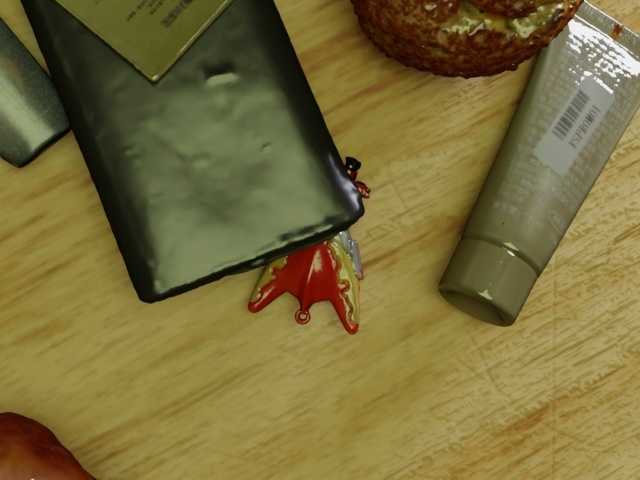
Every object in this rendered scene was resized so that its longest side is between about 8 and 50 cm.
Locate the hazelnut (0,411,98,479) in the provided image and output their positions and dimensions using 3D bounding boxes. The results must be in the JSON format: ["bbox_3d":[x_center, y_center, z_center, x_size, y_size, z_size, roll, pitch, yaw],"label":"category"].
[{"bbox_3d":[-0.284,0.283,1.048,0.261,0.241,0.261,1,84,-5],"label":"hazelnut"}]

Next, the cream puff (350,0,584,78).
[{"bbox_3d":[0.137,-0.259,1.137,0.240,0.164,0.240,-1,109,-4],"label":"cream puff"}]

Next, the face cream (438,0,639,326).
[{"bbox_3d":[0.228,-0.079,1.221,0.137,0.084,0.341,31,76,-9],"label":"face cream"}]

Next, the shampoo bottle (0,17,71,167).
[{"bbox_3d":[-0.329,-0.178,1.142,0.087,0.049,0.233,-40,95,-10],"label":"shampoo bottle"}]

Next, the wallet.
[{"bbox_3d":[-0.134,-0.164,1.143,0.228,0.062,0.406,-21,84,-8],"label":"wallet"}]

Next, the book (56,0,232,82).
[{"bbox_3d":[-0.169,-0.264,1.117,0.192,0.013,0.168,41,79,2],"label":"book"}]

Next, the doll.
[{"bbox_3d":[0.000,0.000,1.190,0.109,0.057,0.169,12,75,6],"label":"doll"}]
